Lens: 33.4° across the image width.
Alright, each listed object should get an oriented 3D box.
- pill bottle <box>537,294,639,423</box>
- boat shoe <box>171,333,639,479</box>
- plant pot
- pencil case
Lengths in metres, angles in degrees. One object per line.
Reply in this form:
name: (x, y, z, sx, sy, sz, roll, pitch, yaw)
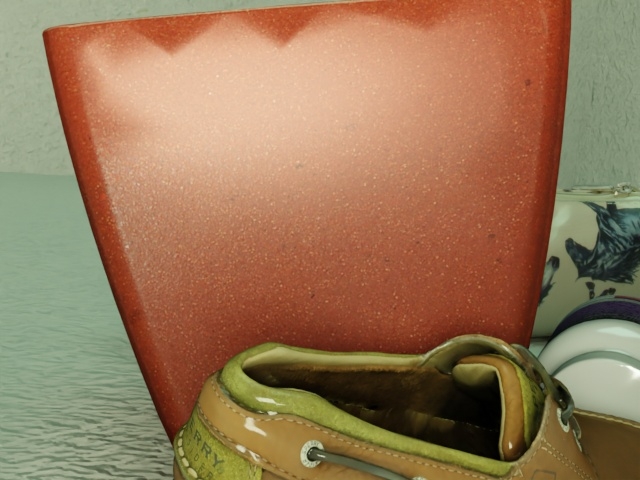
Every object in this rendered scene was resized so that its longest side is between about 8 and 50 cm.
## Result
pill bottle: (0.197, 0.101, 0.717, 0.108, 0.108, 0.193, 9, 7, 18)
boat shoe: (0.080, 0.104, 0.488, 0.307, 0.104, 0.111, 3, 24, -34)
plant pot: (0.000, 0.000, 0.652, 0.267, 0.235, 0.267, -6, 0, -3)
pencil case: (0.169, 0.009, 1.127, 0.410, 0.183, 0.160, 3, 8, -18)
